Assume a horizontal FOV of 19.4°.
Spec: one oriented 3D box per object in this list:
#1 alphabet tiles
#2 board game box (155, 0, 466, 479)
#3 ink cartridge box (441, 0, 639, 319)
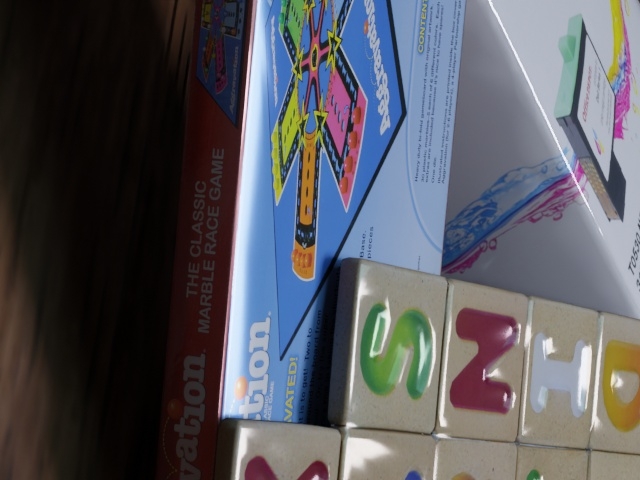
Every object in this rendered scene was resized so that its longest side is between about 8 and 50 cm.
[{"bbox_3d":[0.066,0.162,0.706,0.342,0.011,0.285,13,80,-53],"label":"alphabet tiles"},{"bbox_3d":[0.000,0.000,0.651,0.145,0.027,0.281,2,94,-60],"label":"board game box"},{"bbox_3d":[0.086,-0.057,0.878,0.278,0.117,0.201,60,29,-30],"label":"ink cartridge box"}]
